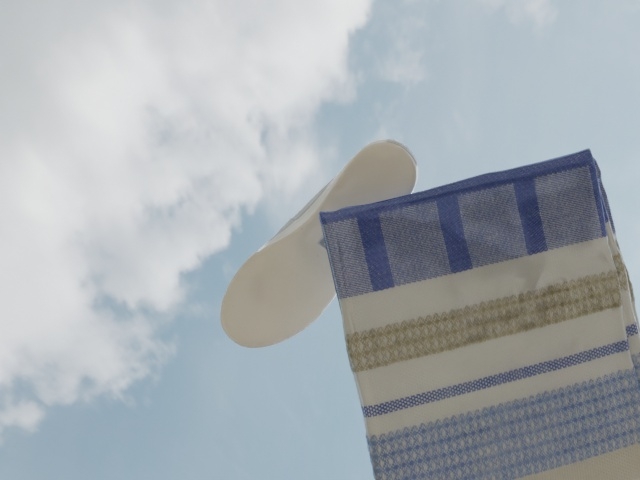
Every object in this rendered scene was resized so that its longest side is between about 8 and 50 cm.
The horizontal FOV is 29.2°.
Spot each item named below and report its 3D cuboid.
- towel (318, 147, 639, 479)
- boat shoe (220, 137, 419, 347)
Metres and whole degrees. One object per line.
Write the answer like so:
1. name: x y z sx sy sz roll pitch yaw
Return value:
1. towel: 0.125 0.096 0.831 0.209 0.034 0.285 -14 -87 -11
2. boat shoe: 0.000 0.000 0.875 0.066 0.063 0.184 37 -79 3
